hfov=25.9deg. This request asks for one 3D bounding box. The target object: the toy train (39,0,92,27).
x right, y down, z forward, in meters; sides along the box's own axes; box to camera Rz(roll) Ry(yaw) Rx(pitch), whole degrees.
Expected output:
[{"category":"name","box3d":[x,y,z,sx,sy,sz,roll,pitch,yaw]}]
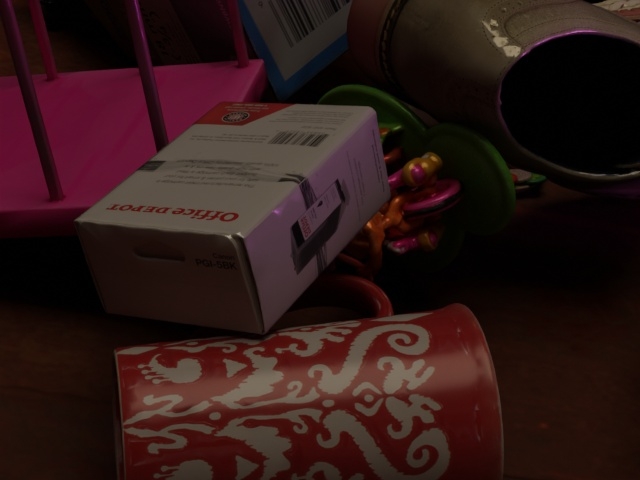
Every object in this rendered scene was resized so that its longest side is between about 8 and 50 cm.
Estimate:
[{"category":"toy train","box3d":[-0.163,-0.197,1.172,0.158,0.027,0.036,-6,23,-23]}]

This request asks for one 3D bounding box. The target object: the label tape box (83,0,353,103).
[{"category":"label tape box","box3d":[-0.055,-0.239,1.080,0.240,0.106,0.333,-41,33,-19]}]

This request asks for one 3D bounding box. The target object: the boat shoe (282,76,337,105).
[{"category":"boat shoe","box3d":[0.040,-0.063,0.966,0.178,0.060,0.064,28,36,28]}]

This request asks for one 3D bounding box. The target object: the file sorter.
[{"category":"file sorter","box3d":[-0.204,-0.125,0.823,0.290,0.182,0.202,-2,29,12]}]

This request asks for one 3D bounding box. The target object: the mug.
[{"category":"mug","box3d":[-0.015,0.088,0.676,0.169,0.113,0.150,-4,13,-12]}]

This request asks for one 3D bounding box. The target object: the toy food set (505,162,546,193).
[{"category":"toy food set","box3d":[0.127,-0.059,1.020,0.083,0.020,0.082,18,32,14]}]

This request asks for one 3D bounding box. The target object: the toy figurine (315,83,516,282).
[{"category":"toy figurine","box3d":[0.000,0.000,0.799,0.159,0.130,0.173,-34,22,-33]}]

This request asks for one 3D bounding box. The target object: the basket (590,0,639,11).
[{"category":"basket","box3d":[0.274,-0.130,1.090,0.167,0.113,0.103,-16,35,-35]}]

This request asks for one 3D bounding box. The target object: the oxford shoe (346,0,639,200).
[{"category":"oxford shoe","box3d":[0.199,-0.074,0.897,0.397,0.140,0.146,9,25,-37]}]

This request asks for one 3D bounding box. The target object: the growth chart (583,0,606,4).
[{"category":"growth chart","box3d":[0.253,-0.220,1.320,0.172,0.021,0.237,3,32,-11]}]

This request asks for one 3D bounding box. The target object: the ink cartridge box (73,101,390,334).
[{"category":"ink cartridge box","box3d":[-0.040,-0.015,0.693,0.099,0.056,0.135,6,33,31]}]

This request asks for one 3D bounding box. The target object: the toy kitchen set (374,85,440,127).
[{"category":"toy kitchen set","box3d":[0.108,-0.171,1.146,0.207,0.122,0.166,7,24,-46]}]
